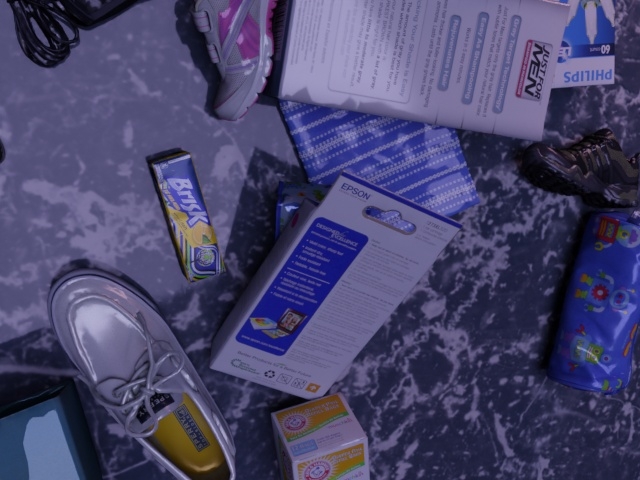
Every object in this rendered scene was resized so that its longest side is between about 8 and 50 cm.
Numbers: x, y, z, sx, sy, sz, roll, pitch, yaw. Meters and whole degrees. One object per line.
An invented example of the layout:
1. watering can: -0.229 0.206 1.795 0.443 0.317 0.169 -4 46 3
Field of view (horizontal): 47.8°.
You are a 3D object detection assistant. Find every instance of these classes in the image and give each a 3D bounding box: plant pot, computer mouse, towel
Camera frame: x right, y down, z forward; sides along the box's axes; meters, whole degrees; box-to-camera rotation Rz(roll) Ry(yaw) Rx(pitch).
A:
1. plant pot: -0.355 0.321 0.896 0.165 0.165 0.234 -21 92 -13
2. computer mouse: -0.269 -0.350 0.883 0.272 0.072 0.188 -24 109 1
3. towel: 0.083 -0.158 1.043 0.243 0.040 0.336 -25 107 -11

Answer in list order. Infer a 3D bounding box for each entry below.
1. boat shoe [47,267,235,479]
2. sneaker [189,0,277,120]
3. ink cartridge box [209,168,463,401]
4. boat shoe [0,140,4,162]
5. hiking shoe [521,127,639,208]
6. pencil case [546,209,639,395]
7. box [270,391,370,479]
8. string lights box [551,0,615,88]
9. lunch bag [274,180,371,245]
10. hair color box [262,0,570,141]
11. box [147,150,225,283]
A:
1. boat shoe: -0.226 0.201 0.946 0.136 0.156 0.367 -33 108 -10
2. sneaker: -0.114 -0.277 0.908 0.111 0.103 0.252 6 113 -17
3. ink cartridge box: 0.008 0.065 0.954 0.175 0.069 0.371 22 126 -20
4. boat shoe: -0.437 -0.145 0.877 0.049 0.042 0.133 -35 110 -11
5. hiking shoe: 0.413 -0.127 1.142 0.226 0.086 0.114 17 81 -25
6. pencil case: 0.466 0.100 1.166 0.119 0.133 0.306 5 101 -52
7. box: 0.003 0.339 1.047 0.114 0.103 0.203 -13 121 -15
8. string lights box: 0.361 -0.359 1.073 0.133 0.077 0.260 -8 102 -17
9. lunch bag: 0.000 0.000 1.000 0.128 0.096 0.151 3 117 -1
10. hair color box: 0.125 -0.253 0.958 0.374 0.113 0.185 6 102 -17
11. box: -0.180 -0.033 0.969 0.054 0.059 0.169 -19 106 -16
